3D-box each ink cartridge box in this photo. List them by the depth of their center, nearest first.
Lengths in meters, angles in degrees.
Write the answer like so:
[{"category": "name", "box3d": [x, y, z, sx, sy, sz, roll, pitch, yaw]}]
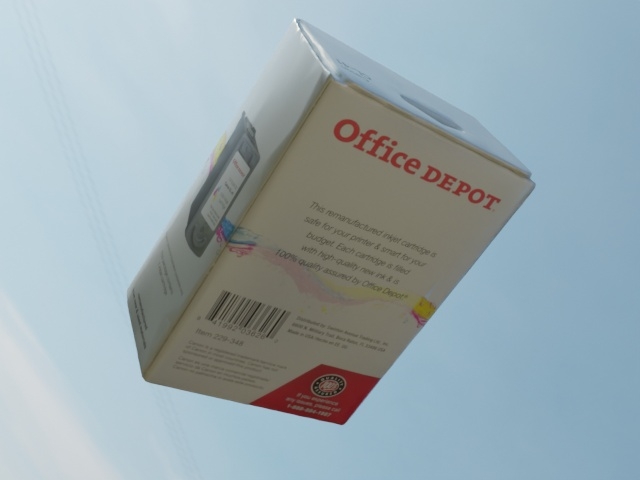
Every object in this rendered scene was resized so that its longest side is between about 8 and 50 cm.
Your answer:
[{"category": "ink cartridge box", "box3d": [0.000, 0.000, 0.751, 0.306, 0.226, 0.131, -55, -146, 20]}]
